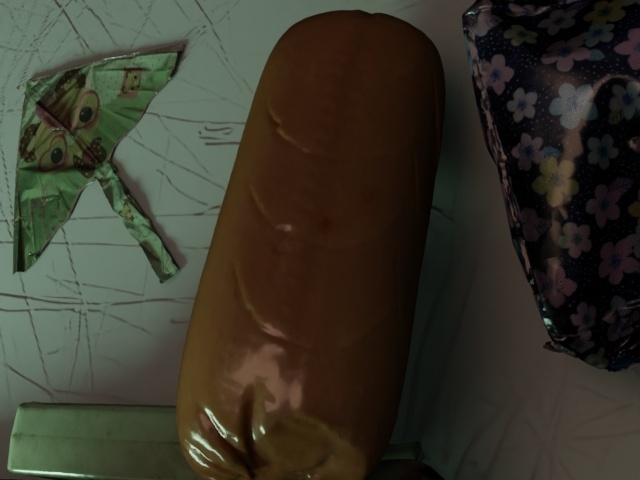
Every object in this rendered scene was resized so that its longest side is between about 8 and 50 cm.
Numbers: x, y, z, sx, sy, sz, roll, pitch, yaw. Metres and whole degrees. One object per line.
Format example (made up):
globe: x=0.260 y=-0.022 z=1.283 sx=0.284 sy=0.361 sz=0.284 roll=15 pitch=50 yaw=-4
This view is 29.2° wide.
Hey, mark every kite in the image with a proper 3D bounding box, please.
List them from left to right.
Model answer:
kite: x=-0.172 y=-0.058 z=0.951 sx=0.229 sy=0.012 sz=0.250 roll=-50 pitch=58 yaw=13

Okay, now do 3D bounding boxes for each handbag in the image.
handbag: x=0.191 y=-0.058 z=0.637 sx=0.207 sy=0.127 sz=0.229 roll=-14 pitch=76 yaw=15

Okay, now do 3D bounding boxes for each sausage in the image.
sausage: x=0.000 y=0.001 z=0.704 sx=0.121 sy=0.121 sz=0.304 roll=-12 pitch=48 yaw=30

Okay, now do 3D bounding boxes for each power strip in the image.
power strip: x=-0.067 y=0.134 z=0.778 sx=0.288 sy=0.093 sz=0.053 roll=-3 pitch=71 yaw=33

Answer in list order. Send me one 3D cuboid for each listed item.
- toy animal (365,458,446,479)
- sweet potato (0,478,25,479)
toy animal: x=0.076 y=0.304 z=0.565 sx=0.302 sy=0.194 sz=0.344 roll=7 pitch=99 yaw=34
sweet potato: x=-0.255 y=0.226 z=0.868 sx=0.359 sy=0.112 sz=0.112 roll=-18 pitch=67 yaw=32
